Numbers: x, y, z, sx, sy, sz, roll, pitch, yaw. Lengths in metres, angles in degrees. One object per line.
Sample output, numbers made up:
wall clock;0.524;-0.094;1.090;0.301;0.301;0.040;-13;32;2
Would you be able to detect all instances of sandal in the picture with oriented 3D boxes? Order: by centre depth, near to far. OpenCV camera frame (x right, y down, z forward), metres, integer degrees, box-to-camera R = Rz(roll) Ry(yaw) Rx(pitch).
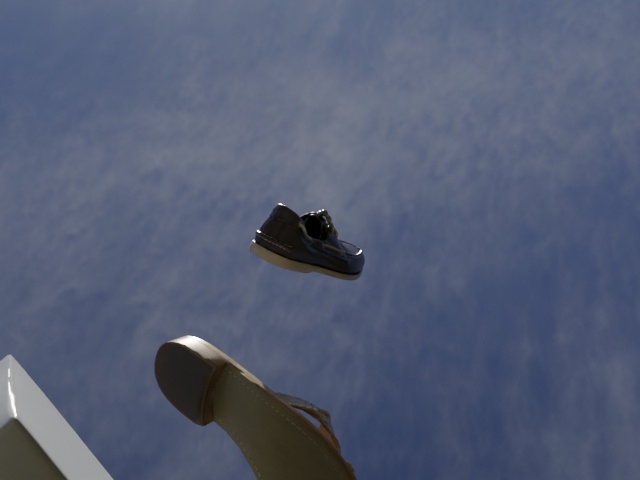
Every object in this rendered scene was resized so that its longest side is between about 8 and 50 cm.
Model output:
sandal;-0.027;0.148;0.716;0.240;0.088;0.079;35;-150;27

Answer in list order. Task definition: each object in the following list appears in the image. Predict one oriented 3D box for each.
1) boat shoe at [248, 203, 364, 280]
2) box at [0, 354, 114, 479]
boat shoe;0.000;0.000;0.988;0.075;0.206;0.065;27;-81;29
box;-0.204;0.292;0.630;0.215;0.168;0.345;-36;-73;-12
